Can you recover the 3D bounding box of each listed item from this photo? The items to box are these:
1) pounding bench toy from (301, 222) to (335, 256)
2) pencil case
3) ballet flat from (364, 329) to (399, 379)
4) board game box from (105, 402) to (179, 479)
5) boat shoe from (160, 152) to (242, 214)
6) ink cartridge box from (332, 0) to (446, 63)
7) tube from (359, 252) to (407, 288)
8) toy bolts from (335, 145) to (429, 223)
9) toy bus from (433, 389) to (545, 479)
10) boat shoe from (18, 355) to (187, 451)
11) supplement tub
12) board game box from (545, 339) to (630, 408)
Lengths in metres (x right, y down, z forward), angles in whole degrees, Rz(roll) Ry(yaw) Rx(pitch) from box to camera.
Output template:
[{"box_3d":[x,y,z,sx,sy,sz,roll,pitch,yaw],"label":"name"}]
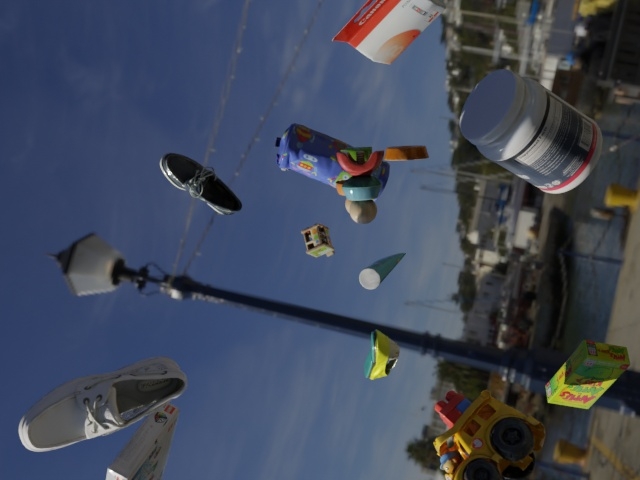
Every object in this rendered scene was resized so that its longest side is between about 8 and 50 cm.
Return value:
[{"box_3d":[0.000,0.000,1.920,0.083,0.052,0.065,25,-134,-59],"label":"pounding bench toy"},{"box_3d":[0.026,-0.199,2.111,0.119,0.306,0.133,-88,22,-57],"label":"pencil case"},{"box_3d":[0.155,0.280,1.984,0.231,0.077,0.077,94,176,-59],"label":"ballet flat"},{"box_3d":[-0.382,0.494,1.679,0.193,0.053,0.305,-54,-12,-49],"label":"board game box"},{"box_3d":[-0.322,-0.154,2.199,0.254,0.079,0.095,42,-108,-24],"label":"boat shoe"},{"box_3d":[0.119,-0.365,1.353,0.145,0.045,0.179,-42,-12,28],"label":"ink cartridge box"},{"box_3d":[0.150,0.066,1.980,0.207,0.080,0.052,-34,-69,-65],"label":"tube"},{"box_3d":[0.127,-0.124,1.784,0.228,0.218,0.159,-36,-56,-73],"label":"toy bolts"},{"box_3d":[0.297,0.402,1.574,0.220,0.211,0.149,-44,-34,-17],"label":"toy bus"},{"box_3d":[-0.349,0.266,1.313,0.277,0.096,0.098,-23,-76,-24],"label":"boat shoe"},{"box_3d":[0.460,-0.236,1.759,0.191,0.272,0.191,-42,35,38],"label":"supplement tub"},{"box_3d":[0.540,0.275,1.636,0.181,0.092,0.043,108,169,-48],"label":"board game box"}]
